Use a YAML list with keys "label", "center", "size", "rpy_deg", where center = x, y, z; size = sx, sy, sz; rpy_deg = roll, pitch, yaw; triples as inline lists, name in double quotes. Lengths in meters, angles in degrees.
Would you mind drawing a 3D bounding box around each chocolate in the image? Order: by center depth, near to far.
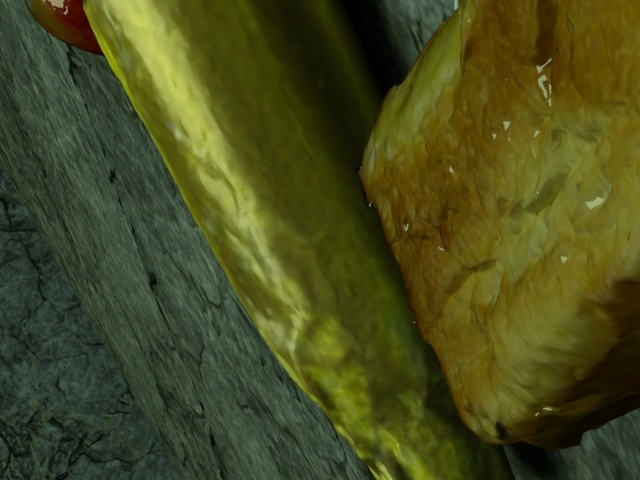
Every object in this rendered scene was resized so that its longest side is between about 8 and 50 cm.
- label: "chocolate"
  center: [0.000, 0.000, 0.906]
  size: [0.445, 0.162, 0.162]
  rpy_deg: [65, 163, -7]

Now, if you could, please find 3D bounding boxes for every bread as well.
- label: "bread"
  center: [0.123, -0.050, 0.496]
  size: [0.344, 0.149, 0.195]
  rpy_deg: [114, 139, -69]

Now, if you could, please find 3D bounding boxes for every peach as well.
- label: "peach"
  center: [-0.188, -0.216, 1.211]
  size: [0.151, 0.151, 0.118]
  rpy_deg: [107, 147, -66]

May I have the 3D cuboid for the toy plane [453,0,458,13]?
- label: "toy plane"
  center: [0.097, -0.013, 0.742]
  size: [0.234, 0.082, 0.160]
  rpy_deg: [62, -171, 7]
